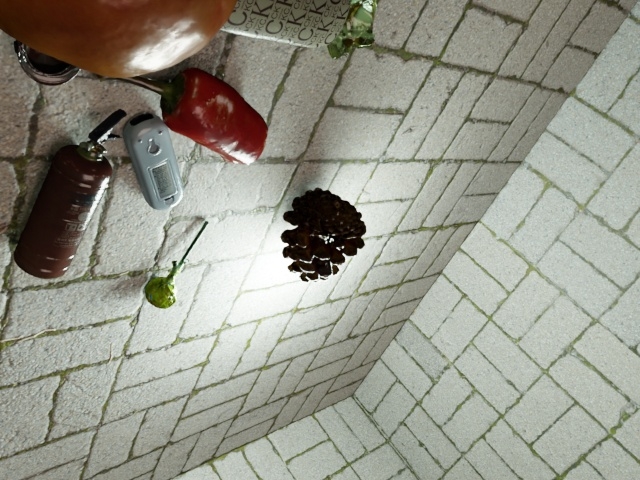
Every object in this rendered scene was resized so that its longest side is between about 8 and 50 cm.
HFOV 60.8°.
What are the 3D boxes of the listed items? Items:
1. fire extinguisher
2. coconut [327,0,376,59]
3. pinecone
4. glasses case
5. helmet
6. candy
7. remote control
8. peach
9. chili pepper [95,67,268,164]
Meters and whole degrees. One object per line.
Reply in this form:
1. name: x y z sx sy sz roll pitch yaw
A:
1. fire extinguisher: -0.454 -0.092 1.018 0.344 0.102 0.138 -56 -179 21
2. coconut: 0.068 -0.466 1.181 0.158 0.055 0.133 -51 151 19
3. pinecone: 0.000 0.002 1.544 0.246 0.246 0.292 -20 146 -34
4. glasses case: -0.082 -0.440 1.002 0.355 0.085 0.137 -11 139 -44
5. helmet: -0.404 -0.302 0.811 0.098 0.070 0.123 -4 141 -40
6. candy: -0.354 0.060 1.373 0.077 0.073 0.262 29 101 -32
7. remote control: -0.336 -0.153 1.118 0.087 0.047 0.244 -27 146 -20
8. peach: -0.257 -0.370 0.631 0.343 0.342 0.301 -35 173 -13
9. chili pepper: -0.229 -0.254 1.030 0.134 0.131 0.338 -56 148 4
